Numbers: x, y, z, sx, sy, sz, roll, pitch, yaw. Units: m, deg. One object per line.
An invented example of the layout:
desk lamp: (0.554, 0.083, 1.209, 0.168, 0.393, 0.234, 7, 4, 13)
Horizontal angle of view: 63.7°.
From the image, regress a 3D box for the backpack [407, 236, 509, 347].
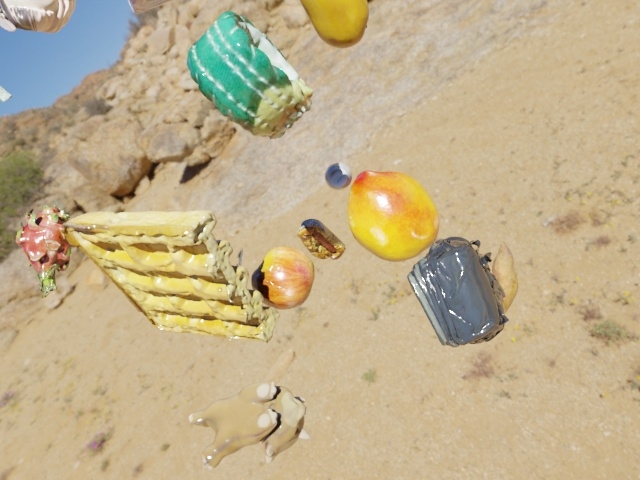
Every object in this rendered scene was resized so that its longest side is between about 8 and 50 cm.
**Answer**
backpack: (0.275, 0.087, 0.956, 0.133, 0.206, 0.258, -26, -9, 25)

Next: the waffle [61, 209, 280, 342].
waffle: (-0.274, 0.071, 0.977, 0.304, 0.348, 0.077, 2, 50, 23)

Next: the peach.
peach: (0.231, -0.084, 1.685, 0.289, 0.307, 0.288, -15, 47, 17)

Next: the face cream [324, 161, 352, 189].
face cream: (0.057, -0.205, 1.656, 0.091, 0.091, 0.095, -38, 5, 10)

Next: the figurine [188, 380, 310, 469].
figurine: (-0.148, 0.438, 1.222, 0.247, 0.173, 0.177, -35, 49, -1)

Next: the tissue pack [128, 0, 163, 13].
tissue pack: (-0.382, -0.753, 1.384, 0.339, 0.160, 0.242, -25, 20, -8)

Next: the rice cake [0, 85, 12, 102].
rice cake: (-0.672, -0.327, 1.025, 0.022, 0.121, 0.022, 9, 57, 46)

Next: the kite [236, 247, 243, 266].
kite: (-0.337, 0.108, 2.115, 0.285, 0.015, 0.152, 165, 110, -78)

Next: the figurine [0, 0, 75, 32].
figurine: (-0.871, -0.824, 1.580, 0.211, 0.253, 0.361, -91, 11, -62)

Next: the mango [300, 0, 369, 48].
mango: (0.045, -0.696, 1.524, 0.176, 0.254, 0.139, -25, 36, 16)

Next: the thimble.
thimble: (-0.159, -0.378, 1.204, 0.167, 0.288, 0.254, -41, 20, 20)

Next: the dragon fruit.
dragon fruit: (-0.689, 0.026, 1.300, 0.137, 0.135, 0.235, -6, 85, 63)

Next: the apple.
apple: (-0.083, 0.080, 1.104, 0.146, 0.146, 0.146, -35, 23, 17)

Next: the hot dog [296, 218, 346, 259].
hot dog: (0.000, 0.000, 1.883, 0.131, 0.252, 0.069, -18, 56, 20)

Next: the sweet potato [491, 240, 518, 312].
sweet potato: (0.438, 0.089, 1.225, 0.065, 0.051, 0.218, 7, 53, 19)
